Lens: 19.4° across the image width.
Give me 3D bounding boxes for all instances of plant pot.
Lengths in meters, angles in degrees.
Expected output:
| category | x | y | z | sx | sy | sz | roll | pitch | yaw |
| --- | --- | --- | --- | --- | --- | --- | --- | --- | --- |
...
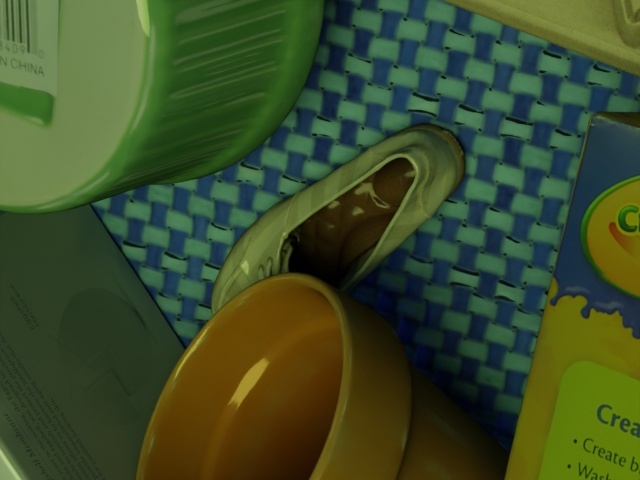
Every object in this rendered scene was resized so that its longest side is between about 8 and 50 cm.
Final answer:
| category | x | y | z | sx | sy | sz | roll | pitch | yaw |
| --- | --- | --- | --- | --- | --- | --- | --- | --- | --- |
| plant pot | 0.018 | 0.150 | 1.182 | 0.188 | 0.205 | 0.205 | 29 | 123 | -31 |

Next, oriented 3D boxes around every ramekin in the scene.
| category | x | y | z | sx | sy | sz | roll | pitch | yaw |
| --- | --- | --- | --- | --- | --- | --- | --- | --- | --- |
| ramekin | -0.162 | -0.162 | 1.142 | 0.303 | 0.148 | 0.303 | 13 | 115 | 30 |

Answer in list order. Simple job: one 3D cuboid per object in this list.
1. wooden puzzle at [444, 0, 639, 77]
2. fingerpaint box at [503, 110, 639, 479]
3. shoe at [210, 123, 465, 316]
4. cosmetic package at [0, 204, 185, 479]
| category | x | y | z | sx | sy | sz | roll | pitch | yaw |
| --- | --- | --- | --- | --- | --- | --- | --- | --- | --- |
| wooden puzzle | 0.173 | -0.268 | 1.054 | 0.348 | 0.080 | 0.322 | 25 | 115 | 16 |
| fingerpaint box | 0.312 | 0.167 | 0.911 | 0.445 | 0.163 | 0.371 | 20 | 104 | 38 |
| shoe | 0.000 | 0.000 | 1.222 | 0.219 | 0.058 | 0.076 | -40 | 91 | 28 |
| cosmetic package | -0.206 | 0.109 | 1.247 | 0.138 | 0.225 | 0.224 | -30 | 95 | 27 |
